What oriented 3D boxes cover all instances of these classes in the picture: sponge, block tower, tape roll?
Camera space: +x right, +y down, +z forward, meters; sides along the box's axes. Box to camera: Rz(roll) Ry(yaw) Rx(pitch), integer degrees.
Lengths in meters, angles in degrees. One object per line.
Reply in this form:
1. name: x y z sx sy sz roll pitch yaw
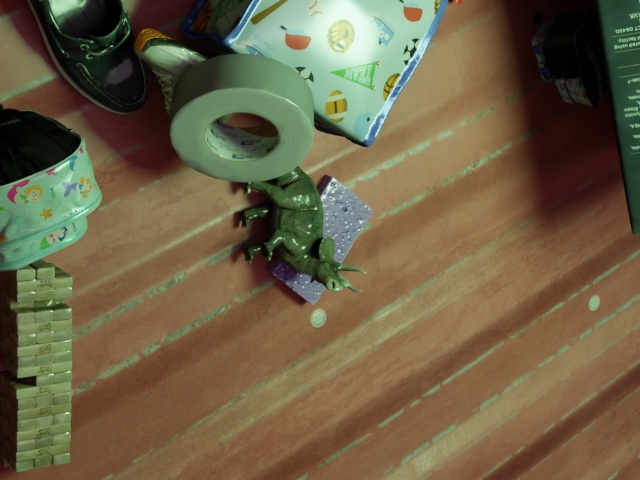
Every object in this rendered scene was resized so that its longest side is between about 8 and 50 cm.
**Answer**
1. sponge: 0.000 0.000 2.065 0.117 0.031 0.210 37 81 -34
2. block tower: -0.444 0.195 1.771 0.090 0.097 0.336 -5 106 -33
3. tape roll: -0.119 -0.182 1.738 0.219 0.219 0.072 30 45 -36

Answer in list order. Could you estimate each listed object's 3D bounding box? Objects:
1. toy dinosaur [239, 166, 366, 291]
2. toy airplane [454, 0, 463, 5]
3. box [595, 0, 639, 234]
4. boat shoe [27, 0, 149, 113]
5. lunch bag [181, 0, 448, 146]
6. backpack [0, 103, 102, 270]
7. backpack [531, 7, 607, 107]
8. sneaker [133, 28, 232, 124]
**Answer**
1. toy dinosaur: -0.051 -0.040 1.977 0.160 0.121 0.314 -8 75 -29
2. toy airplane: 0.210 -0.460 2.090 0.151 0.028 0.151 -11 110 -32
3. box: 0.696 -0.336 2.157 0.480 0.297 0.472 -64 141 -60
4. boat shoe: -0.343 -0.327 1.690 0.127 0.113 0.340 -37 120 -23
5. lunch bag: 0.018 -0.404 1.846 0.327 0.239 0.386 31 89 -34
6. backpack: -0.431 -0.072 1.610 0.225 0.253 0.191 -27 116 -27
7. backpack: 0.499 -0.348 2.245 0.158 0.116 0.173 -58 133 -45
8. sneaker: -0.210 -0.235 1.786 0.121 0.099 0.262 -59 146 3
